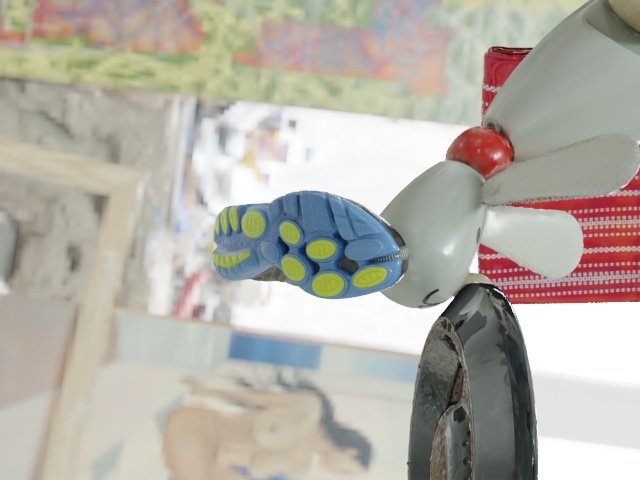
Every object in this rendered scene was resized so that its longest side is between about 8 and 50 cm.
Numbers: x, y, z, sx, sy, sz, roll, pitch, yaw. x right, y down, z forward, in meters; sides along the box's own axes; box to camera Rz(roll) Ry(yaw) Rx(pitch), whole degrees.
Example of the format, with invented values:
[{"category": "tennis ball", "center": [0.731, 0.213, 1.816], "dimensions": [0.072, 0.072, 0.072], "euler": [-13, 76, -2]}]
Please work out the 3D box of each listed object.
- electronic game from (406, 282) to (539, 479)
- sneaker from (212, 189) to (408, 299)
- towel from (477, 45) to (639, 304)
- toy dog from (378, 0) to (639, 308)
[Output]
[{"category": "electronic game", "center": [0.091, 0.139, 1.000], "dimensions": [0.229, 0.048, 0.229], "euler": [-177, -90, -81]}, {"category": "sneaker", "center": [0.000, 0.000, 1.081], "dimensions": [0.188, 0.078, 0.067], "euler": [3, -85, 59]}, {"category": "towel", "center": [0.245, -0.056, 1.561], "dimensions": [0.031, 0.198, 0.275], "euler": [-88, 176, -59]}, {"category": "toy dog", "center": [0.186, -0.057, 1.164], "dimensions": [0.334, 0.161, 0.220], "euler": [-50, 171, -2]}]
